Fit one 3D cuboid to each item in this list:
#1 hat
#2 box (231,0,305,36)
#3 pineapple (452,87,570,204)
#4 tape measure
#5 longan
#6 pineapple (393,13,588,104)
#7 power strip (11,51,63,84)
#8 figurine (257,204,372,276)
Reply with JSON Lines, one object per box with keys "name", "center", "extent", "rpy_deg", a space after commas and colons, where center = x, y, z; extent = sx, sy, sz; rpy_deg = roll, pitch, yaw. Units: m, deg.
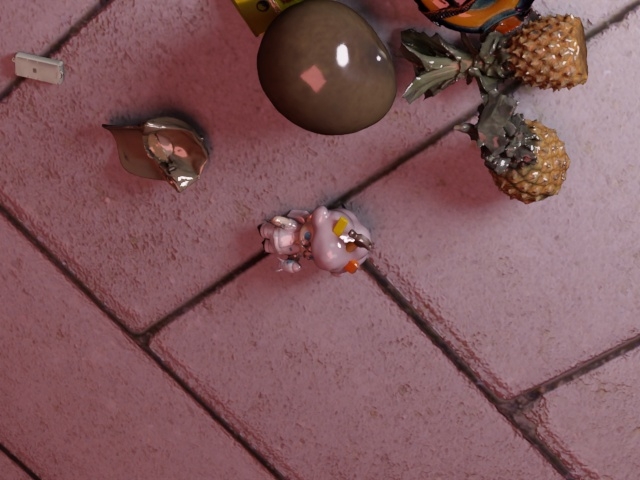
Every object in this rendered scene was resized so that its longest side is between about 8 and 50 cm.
{"name": "hat", "center": [-0.279, -0.171, 2.164], "extent": [0.175, 0.085, 0.147], "rpy_deg": [17, 143, 34]}
{"name": "box", "center": [-0.052, -0.397, 1.948], "extent": [0.193, 0.030, 0.121], "rpy_deg": [-23, 114, 29]}
{"name": "pineapple", "center": [0.281, -0.141, 1.903], "extent": [0.128, 0.128, 0.248], "rpy_deg": [-11, 159, 24]}
{"name": "tape measure", "center": [0.218, -0.393, 1.799], "extent": [0.202, 0.135, 0.223], "rpy_deg": [33, 129, -5]}
{"name": "longan", "center": [0.008, -0.252, 1.930], "extent": [0.220, 0.196, 0.196], "rpy_deg": [37, 128, -26]}
{"name": "pineapple", "center": [0.245, -0.267, 1.893], "extent": [0.277, 0.119, 0.130], "rpy_deg": [-5, 147, 22]}
{"name": "power strip", "center": [-0.468, -0.286, 2.163], "extent": [0.090, 0.016, 0.040], "rpy_deg": [13, 126, 7]}
{"name": "figurine", "center": [0.000, 0.000, 2.168], "extent": [0.229, 0.112, 0.137], "rpy_deg": [3, 118, 31]}
